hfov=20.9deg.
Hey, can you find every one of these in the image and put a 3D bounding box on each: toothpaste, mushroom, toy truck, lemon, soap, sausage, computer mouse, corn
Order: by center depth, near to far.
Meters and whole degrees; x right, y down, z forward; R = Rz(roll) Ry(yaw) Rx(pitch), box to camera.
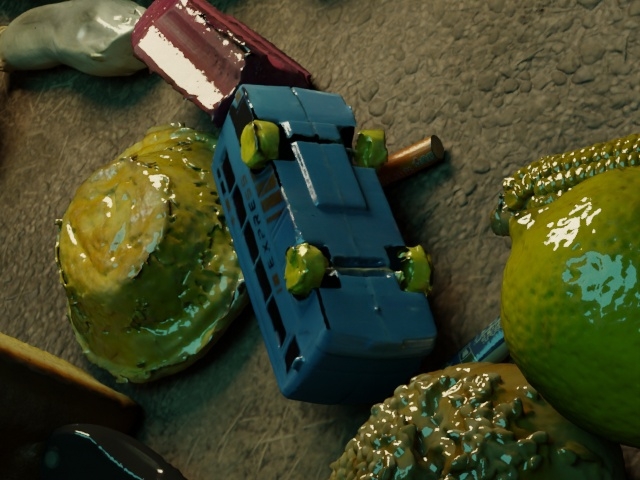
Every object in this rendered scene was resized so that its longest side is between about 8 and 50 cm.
[{"bbox_3d":[0.291,0.059,1.518,0.267,0.267,0.267,-21,55,32],"label":"lemon"},{"bbox_3d":[0.309,-0.049,1.664,0.322,0.119,0.119,-17,56,32],"label":"corn"},{"bbox_3d":[0.173,0.107,1.756,0.197,0.035,0.057,-42,30,17],"label":"toothpaste"},{"bbox_3d":[0.000,0.000,1.866,0.385,0.161,0.162,-111,34,-40],"label":"toy truck"},{"bbox_3d":[-0.216,0.285,1.933,0.217,0.073,0.122,35,110,20],"label":"computer mouse"},{"bbox_3d":[0.088,-0.083,1.939,0.107,0.031,0.031,-26,52,28],"label":"sausage"},{"bbox_3d":[-0.128,-0.221,2.101,0.112,0.182,0.289,-53,50,7],"label":"soap"},{"bbox_3d":[-0.336,-0.277,2.378,0.351,0.097,0.109,6,74,47],"label":"mushroom"}]

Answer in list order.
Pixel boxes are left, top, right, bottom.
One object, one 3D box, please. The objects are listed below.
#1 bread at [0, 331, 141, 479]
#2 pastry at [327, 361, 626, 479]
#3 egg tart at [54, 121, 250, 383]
[{"bbox_3d":[-0.419,0.253,1.982,0.143,0.333,0.323,37,96,48],"label":"bread"},{"bbox_3d":[0.120,0.243,1.615,0.316,0.184,0.284,-23,52,31],"label":"pastry"},{"bbox_3d":[-0.210,0.005,2.077,0.341,0.132,0.341,-19,57,32],"label":"egg tart"}]
